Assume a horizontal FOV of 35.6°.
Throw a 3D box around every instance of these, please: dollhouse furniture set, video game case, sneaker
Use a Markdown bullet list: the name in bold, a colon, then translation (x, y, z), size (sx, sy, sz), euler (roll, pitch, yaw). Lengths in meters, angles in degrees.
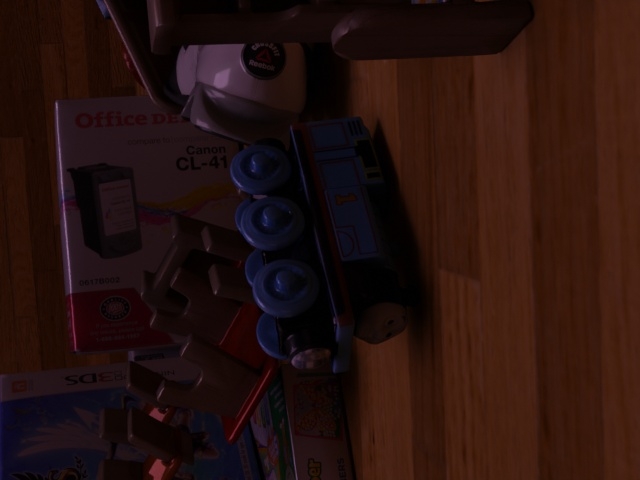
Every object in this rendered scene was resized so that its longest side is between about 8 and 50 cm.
- **dollhouse furniture set**: translation (-0.078, 0.077, 0.886), size (0.262, 0.135, 0.259), euler (-59, 22, 16)
- **video game case**: translation (-0.186, 0.234, 0.975), size (0.269, 0.244, 0.061), euler (-110, 21, -47)
- **sneaker**: translation (-0.060, -0.170, 0.884), size (0.330, 0.123, 0.146), euler (-138, 64, -71)
- **dollhouse furniture set**: translation (0.000, -0.190, 0.496), size (0.242, 0.161, 0.212), euler (136, 128, -72)

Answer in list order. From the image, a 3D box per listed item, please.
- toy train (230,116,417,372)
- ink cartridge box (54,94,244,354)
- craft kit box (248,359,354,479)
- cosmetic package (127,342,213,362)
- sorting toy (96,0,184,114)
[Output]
- **toy train**: translation (0.000, 0.000, 0.667), size (0.080, 0.105, 0.184), euler (90, 169, -54)
- **ink cartridge box**: translation (-0.208, -0.020, 1.238), size (0.131, 0.226, 0.306), euler (156, 108, -75)
- **craft kit box**: translation (-0.017, 0.258, 0.926), size (0.250, 0.061, 0.246), euler (120, 140, -67)
- **cosmetic package**: translation (-0.169, 0.208, 1.306), size (0.183, 0.151, 0.151), euler (-129, 37, -65)
- **sorting toy**: translation (-0.176, -0.241, 1.142), size (0.229, 0.041, 0.307), euler (60, -164, -1)
